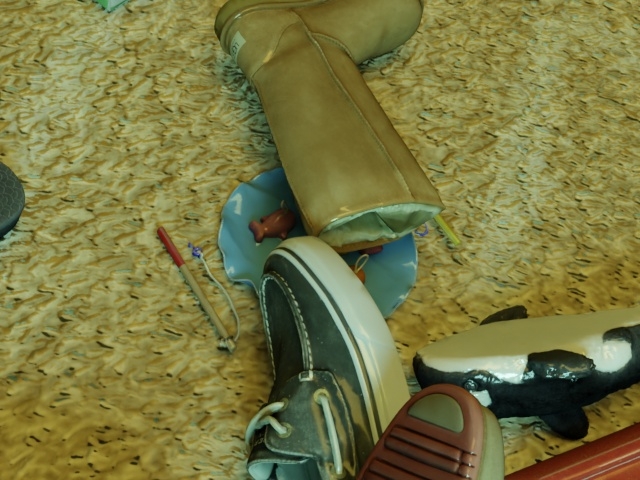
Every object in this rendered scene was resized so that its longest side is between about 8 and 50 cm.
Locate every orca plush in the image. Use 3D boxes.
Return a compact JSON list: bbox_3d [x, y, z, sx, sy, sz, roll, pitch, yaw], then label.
[{"bbox_3d":[0.220,0.118,1.031,0.287,0.102,0.151,-16,19,-30],"label":"orca plush"}]

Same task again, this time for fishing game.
[{"bbox_3d":[0.000,0.000,1.050,0.264,0.041,0.189,-20,62,-27],"label":"fishing game"}]

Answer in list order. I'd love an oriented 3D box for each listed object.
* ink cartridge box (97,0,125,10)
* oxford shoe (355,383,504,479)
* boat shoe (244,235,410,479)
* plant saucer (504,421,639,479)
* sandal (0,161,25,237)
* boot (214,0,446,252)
[{"bbox_3d":[-0.232,-0.355,1.182,0.212,0.093,0.154,39,55,12],"label":"ink cartridge box"},{"bbox_3d":[0.078,0.270,0.788,0.130,0.123,0.348,11,92,-31],"label":"oxford shoe"},{"bbox_3d":[0.002,0.152,0.888,0.119,0.121,0.335,-10,67,-24],"label":"boat shoe"},{"bbox_3d":[0.301,0.250,0.922,0.258,0.048,0.259,-18,56,-14],"label":"plant saucer"},{"bbox_3d":[-0.343,0.013,0.916,0.254,0.054,0.097,-27,76,-40],"label":"sandal"},{"bbox_3d":[0.044,-0.122,1.100,0.236,0.089,0.269,-14,57,-22],"label":"boot"}]
